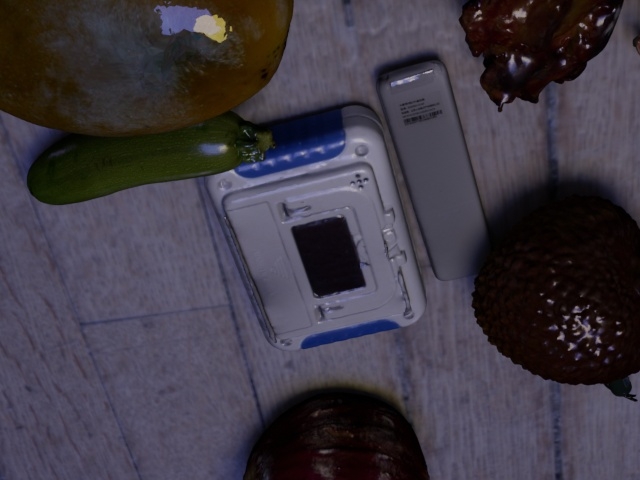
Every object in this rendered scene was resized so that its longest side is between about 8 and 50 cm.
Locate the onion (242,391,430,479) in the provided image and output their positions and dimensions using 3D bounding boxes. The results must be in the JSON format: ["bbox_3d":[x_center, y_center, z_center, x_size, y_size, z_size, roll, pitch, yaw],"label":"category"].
[{"bbox_3d":[0.024,0.298,1.219,0.216,0.206,0.207,10,127,-11],"label":"onion"}]

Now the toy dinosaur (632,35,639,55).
[{"bbox_3d":[0.384,-0.128,0.999,0.279,0.055,0.101,27,140,-21],"label":"toy dinosaur"}]

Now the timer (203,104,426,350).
[{"bbox_3d":[0.000,0.000,1.069,0.178,0.078,0.253,-14,126,8],"label":"timer"}]

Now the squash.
[{"bbox_3d":[-0.165,-0.080,0.988,0.258,0.069,0.069,-11,128,21],"label":"squash"}]

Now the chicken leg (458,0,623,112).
[{"bbox_3d":[0.161,-0.239,0.814,0.158,0.096,0.407,-32,153,2],"label":"chicken leg"}]

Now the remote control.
[{"bbox_3d":[0.116,-0.063,1.058,0.067,0.029,0.261,-15,129,9],"label":"remote control"}]

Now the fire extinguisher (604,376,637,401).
[{"bbox_3d":[0.334,0.154,1.234,0.038,0.025,0.083,7,140,43],"label":"fire extinguisher"}]

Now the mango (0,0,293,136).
[{"bbox_3d":[-0.176,-0.174,0.888,0.316,0.146,0.192,-7,121,12],"label":"mango"}]

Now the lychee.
[{"bbox_3d":[0.245,0.055,1.055,0.194,0.194,0.194,-1,128,-1],"label":"lychee"}]
